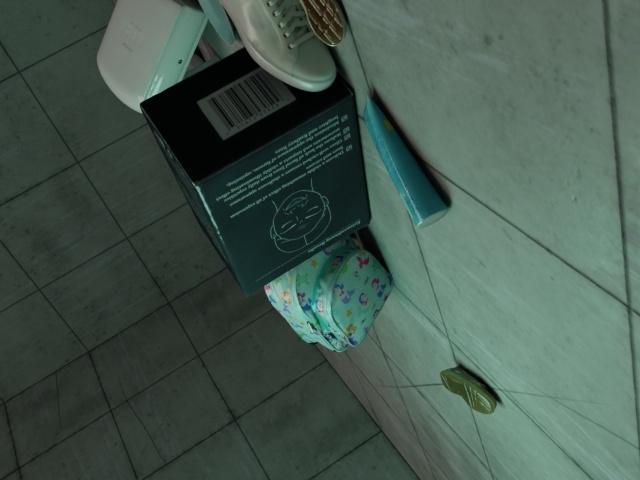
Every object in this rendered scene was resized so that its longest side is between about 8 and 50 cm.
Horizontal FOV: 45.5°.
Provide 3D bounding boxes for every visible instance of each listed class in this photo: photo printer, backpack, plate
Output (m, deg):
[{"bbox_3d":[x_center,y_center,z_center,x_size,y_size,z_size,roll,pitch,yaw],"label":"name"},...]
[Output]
[{"bbox_3d":[-0.425,-0.477,1.872,0.107,0.307,0.256,-1,-143,-51],"label":"photo printer"},{"bbox_3d":[0.014,0.091,1.599,0.191,0.225,0.253,4,143,49],"label":"backpack"},{"bbox_3d":[-0.225,-0.506,1.632,0.188,0.024,0.188,55,170,15],"label":"plate"}]

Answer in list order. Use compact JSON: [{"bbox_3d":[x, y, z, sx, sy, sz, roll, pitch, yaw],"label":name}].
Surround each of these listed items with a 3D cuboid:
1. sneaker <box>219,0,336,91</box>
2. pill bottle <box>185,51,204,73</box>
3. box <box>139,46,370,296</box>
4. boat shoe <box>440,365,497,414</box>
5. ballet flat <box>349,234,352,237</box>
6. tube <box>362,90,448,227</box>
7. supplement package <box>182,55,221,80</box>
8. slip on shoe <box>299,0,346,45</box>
[{"bbox_3d":[-0.073,-0.354,1.145,0.290,0.106,0.123,49,150,0],"label":"sneaker"},{"bbox_3d":[-0.455,-0.530,2.256,0.283,0.160,0.160,48,165,44],"label":"pill bottle"},{"bbox_3d":[-0.096,-0.129,1.371,0.212,0.293,0.395,53,168,29],"label":"box"},{"bbox_3d":[0.291,0.283,1.467,0.153,0.048,0.056,23,131,62],"label":"boat shoe"},{"bbox_3d":[0.016,-0.015,1.809,0.073,0.080,0.232,67,160,-2],"label":"ballet flat"},{"bbox_3d":[0.113,-0.117,1.121,0.207,0.052,0.080,61,166,14],"label":"tube"},{"bbox_3d":[-0.258,-0.290,1.983,0.293,0.175,0.177,55,169,15],"label":"supplement package"},{"bbox_3d":[-0.005,-0.336,1.061,0.135,0.051,0.041,52,-149,-11],"label":"slip on shoe"}]
